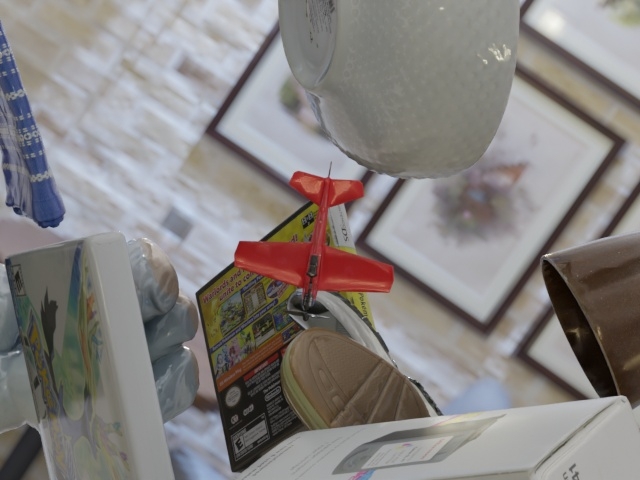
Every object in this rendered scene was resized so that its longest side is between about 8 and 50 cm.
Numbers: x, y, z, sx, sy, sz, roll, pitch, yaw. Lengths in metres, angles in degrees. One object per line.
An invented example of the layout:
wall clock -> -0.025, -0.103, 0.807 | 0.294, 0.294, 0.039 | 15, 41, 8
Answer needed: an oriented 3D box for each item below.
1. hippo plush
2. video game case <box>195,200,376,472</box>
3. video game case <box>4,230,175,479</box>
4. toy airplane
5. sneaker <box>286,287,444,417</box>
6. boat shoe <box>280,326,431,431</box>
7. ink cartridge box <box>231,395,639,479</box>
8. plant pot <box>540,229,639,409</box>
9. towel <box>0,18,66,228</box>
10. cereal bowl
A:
hippo plush -> -0.272, 0.134, 1.701 | 0.236, 0.294, 0.234 | 7, 5, 20
video game case -> -0.041, 0.112, 1.979 | 0.035, 0.275, 0.248 | 9, 56, -39
video game case -> -0.190, 0.163, 1.396 | 0.036, 0.329, 0.300 | -12, 1, -23
toy airplane -> 0.000, 0.000, 1.512 | 0.151, 0.151, 0.028 | 35, -4, 4
sneaker -> 0.033, 0.147, 1.627 | 0.271, 0.108, 0.100 | 52, -4, 37
boat shoe -> 0.057, 0.195, 1.396 | 0.285, 0.089, 0.104 | 48, 46, -11
ink cartridge box -> 0.094, 0.243, 1.155 | 0.131, 0.306, 0.226 | -31, 104, -47
plant pot -> 0.417, 0.069, 1.998 | 0.215, 0.230, 0.215 | 155, -90, -88
towel -> -0.307, -0.174, 1.496 | 0.243, 0.040, 0.336 | -160, -128, -74
cereal bowl -> 0.051, -0.224, 1.576 | 0.141, 0.339, 0.339 | -5, 25, -21
